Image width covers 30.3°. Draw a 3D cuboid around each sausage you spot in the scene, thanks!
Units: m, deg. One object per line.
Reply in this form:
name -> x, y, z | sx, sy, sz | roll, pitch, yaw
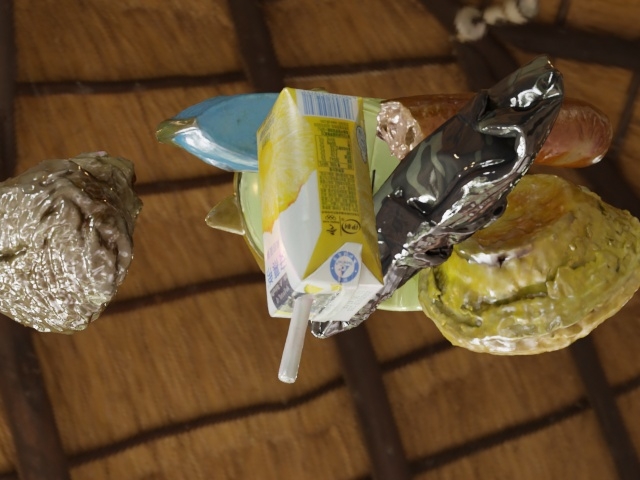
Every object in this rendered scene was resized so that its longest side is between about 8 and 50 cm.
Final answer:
sausage -> 0.201, -0.118, 1.265 | 0.302, 0.103, 0.076 | -1, -93, -28

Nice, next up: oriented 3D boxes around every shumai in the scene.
shumai -> -0.257, -0.016, 1.190 | 0.166, 0.205, 0.176 | 52, -146, -21

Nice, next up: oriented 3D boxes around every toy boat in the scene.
toy boat -> -0.059, -0.099, 1.111 | 0.185, 0.077, 0.075 | 0, -96, -20

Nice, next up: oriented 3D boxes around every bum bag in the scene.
bum bag -> 0.098, -0.034, 1.024 | 0.340, 0.095, 0.144 | -48, 6, 41

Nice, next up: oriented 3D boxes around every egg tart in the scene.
egg tart -> 0.239, 0.010, 1.390 | 0.294, 0.294, 0.123 | -41, -55, -21

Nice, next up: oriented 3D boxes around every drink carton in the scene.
drink carton -> 0.000, 0.000, 0.795 | 0.074, 0.084, 0.200 | 5, -116, -23

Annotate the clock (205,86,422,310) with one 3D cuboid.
clock -> 0.028, -0.063, 1.574 | 0.348, 0.117, 0.286 | 10, -96, -19
